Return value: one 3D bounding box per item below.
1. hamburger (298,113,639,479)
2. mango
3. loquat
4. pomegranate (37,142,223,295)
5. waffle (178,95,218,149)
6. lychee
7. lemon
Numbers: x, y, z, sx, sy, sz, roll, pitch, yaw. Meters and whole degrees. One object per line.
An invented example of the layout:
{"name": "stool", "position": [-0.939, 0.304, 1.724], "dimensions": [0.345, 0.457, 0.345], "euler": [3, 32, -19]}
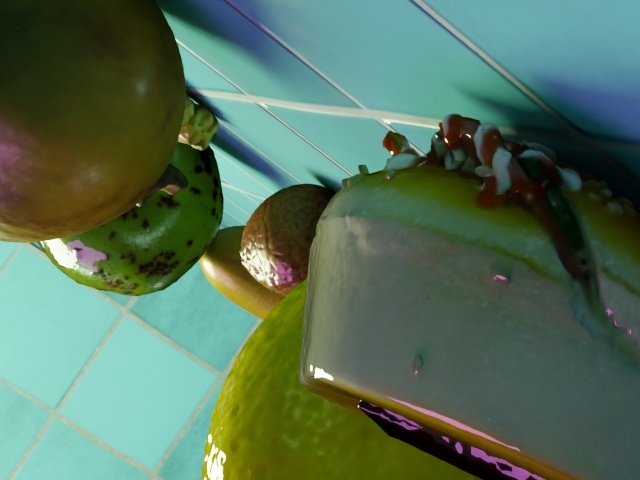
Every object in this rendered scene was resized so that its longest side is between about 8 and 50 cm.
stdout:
{"name": "hamburger", "position": [0.099, 0.044, 0.678], "dimensions": [0.227, 0.151, 0.295], "euler": [29, 169, -1]}
{"name": "mango", "position": [-0.026, 0.046, 1.572], "dimensions": [0.253, 0.113, 0.138], "euler": [19, -159, -37]}
{"name": "loquat", "position": [-0.180, -0.091, 0.928], "dimensions": [0.246, 0.213, 0.213], "euler": [37, 175, -35]}
{"name": "pomegranate", "position": [-0.200, -0.053, 1.441], "dimensions": [0.211, 0.211, 0.263], "euler": [35, 164, -3]}
{"name": "waffle", "position": [-0.186, -0.146, 1.285], "dimensions": [0.194, 0.051, 0.149], "euler": [30, 172, 40]}
{"name": "lychee", "position": [-0.005, -0.003, 1.248], "dimensions": [0.114, 0.140, 0.101], "euler": [14, -128, -59]}
{"name": "lemon", "position": [0.066, 0.170, 1.022], "dimensions": [0.336, 0.336, 0.336], "euler": [34, 175, 3]}
